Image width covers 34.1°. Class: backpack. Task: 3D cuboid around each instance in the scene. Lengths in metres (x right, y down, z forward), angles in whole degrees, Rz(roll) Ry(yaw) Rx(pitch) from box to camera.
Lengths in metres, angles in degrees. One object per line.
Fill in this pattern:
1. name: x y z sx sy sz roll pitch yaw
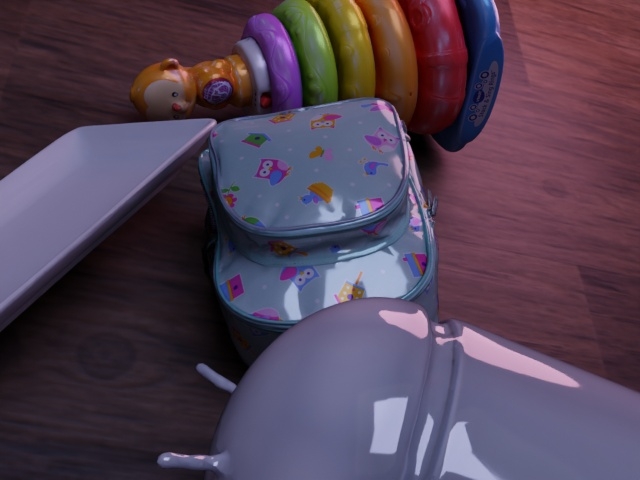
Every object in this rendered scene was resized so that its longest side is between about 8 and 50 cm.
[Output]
1. backpack: 0.000 0.000 0.720 0.166 0.144 0.188 -8 55 -4

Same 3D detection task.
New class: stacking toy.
1. stacking toy: -0.013 -0.148 0.882 0.302 0.175 0.165 -14 51 -20

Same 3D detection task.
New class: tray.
1. tray: -0.190 -0.008 0.699 0.145 0.030 0.270 0 32 32

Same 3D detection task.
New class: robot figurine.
1. robot figurine: 0.087 0.155 0.571 0.354 0.199 0.300 22 1 -4
